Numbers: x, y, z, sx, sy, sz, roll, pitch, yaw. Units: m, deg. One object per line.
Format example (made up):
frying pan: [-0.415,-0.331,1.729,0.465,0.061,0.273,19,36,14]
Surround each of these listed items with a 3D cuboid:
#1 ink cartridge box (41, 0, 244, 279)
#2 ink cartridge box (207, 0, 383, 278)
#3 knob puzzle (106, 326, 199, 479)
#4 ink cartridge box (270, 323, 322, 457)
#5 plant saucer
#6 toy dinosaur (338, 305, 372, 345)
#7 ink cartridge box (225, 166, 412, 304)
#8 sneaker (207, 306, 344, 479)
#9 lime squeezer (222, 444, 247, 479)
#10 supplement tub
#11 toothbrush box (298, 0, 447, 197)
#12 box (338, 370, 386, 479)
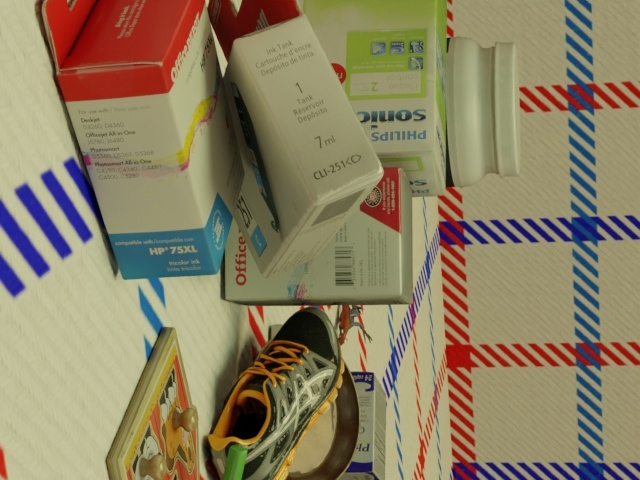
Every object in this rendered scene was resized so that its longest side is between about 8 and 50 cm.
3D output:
ink cartridge box: [-0.122,-0.101,0.963,0.134,0.078,0.231,-80,164,-50]
ink cartridge box: [-0.056,-0.121,1.100,0.261,0.066,0.296,65,-14,7]
knob puzzle: [-0.117,0.197,1.072,0.213,0.030,0.213,-2,90,-80]
ink cartridge box: [-0.018,0.178,1.499,0.109,0.063,0.150,58,32,-69]
plant saucer: [-0.024,0.178,1.392,0.168,0.029,0.168,18,65,-44]
toy dinosaur: [0.032,0.118,1.902,0.090,0.047,0.082,55,21,3]
ink cartridge box: [0.000,0.000,1.331,0.127,0.176,0.128,36,54,-80]
sneaker: [-0.042,0.145,1.269,0.083,0.084,0.215,63,40,-42]
lime squeezer: [-0.064,0.312,1.162,0.059,0.110,0.310,42,-23,44]
supplement tub: [0.113,-0.160,1.684,0.191,0.272,0.191,-1,90,-79]
toothbrush box: [0.029,-0.194,1.430,0.122,0.206,0.283,64,27,-66]
box: [0.047,0.259,1.807,0.126,0.072,0.137,62,28,-68]
